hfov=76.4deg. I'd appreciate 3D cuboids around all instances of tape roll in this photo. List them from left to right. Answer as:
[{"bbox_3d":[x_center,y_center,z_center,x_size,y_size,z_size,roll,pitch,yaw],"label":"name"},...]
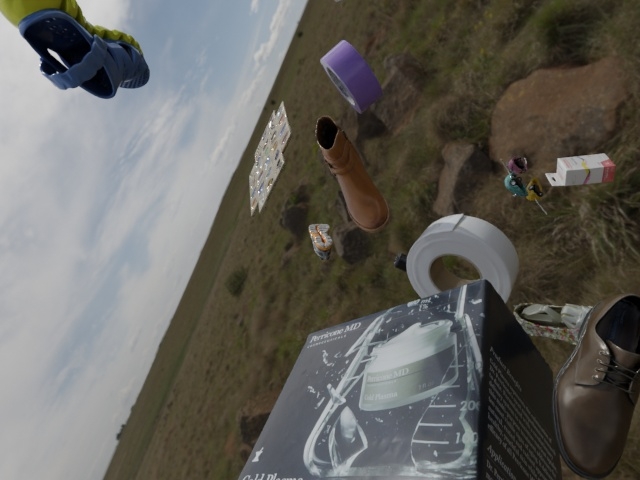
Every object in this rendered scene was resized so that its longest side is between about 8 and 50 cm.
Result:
[{"bbox_3d":[0.088,-0.458,1.148,0.080,0.189,0.189,-39,19,9],"label":"tape roll"},{"bbox_3d":[0.387,0.075,1.124,0.100,0.286,0.286,-40,-8,-42],"label":"tape roll"}]

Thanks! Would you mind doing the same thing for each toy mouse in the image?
[{"bbox_3d":[0.459,-0.147,0.949,0.031,0.143,0.161,-38,34,50],"label":"toy mouse"}]

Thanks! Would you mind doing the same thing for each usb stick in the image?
[{"bbox_3d":[0.425,0.127,1.609,0.077,0.278,0.045,106,-170,-46],"label":"usb stick"}]

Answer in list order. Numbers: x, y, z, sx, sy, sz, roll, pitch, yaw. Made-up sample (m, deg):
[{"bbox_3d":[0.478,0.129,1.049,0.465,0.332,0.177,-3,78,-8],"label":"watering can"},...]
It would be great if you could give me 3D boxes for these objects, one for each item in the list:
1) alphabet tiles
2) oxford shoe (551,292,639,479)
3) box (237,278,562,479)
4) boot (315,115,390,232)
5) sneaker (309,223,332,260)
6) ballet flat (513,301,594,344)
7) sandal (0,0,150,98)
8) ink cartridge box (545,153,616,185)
[{"bbox_3d":[-0.155,-0.244,1.211,0.285,0.011,0.343,-58,28,32],"label":"alphabet tiles"},{"bbox_3d":[0.334,0.161,0.480,0.227,0.082,0.096,-65,-25,-19],"label":"oxford shoe"},{"bbox_3d":[0.142,0.384,0.745,0.480,0.297,0.472,-27,19,36],"label":"box"},{"bbox_3d":[0.080,-0.172,1.043,0.109,0.220,0.283,-22,56,13],"label":"boot"},{"bbox_3d":[0.000,0.000,1.584,0.215,0.084,0.083,-99,6,-60],"label":"sneaker"},{"bbox_3d":[0.527,0.174,0.890,0.091,0.077,0.241,-52,15,-25],"label":"ballet flat"},{"bbox_3d":[-0.404,-0.313,0.723,0.126,0.138,0.317,-22,5,9],"label":"sandal"},{"bbox_3d":[0.961,-0.262,1.514,0.115,0.198,0.067,-72,-28,-54],"label":"ink cartridge box"}]
